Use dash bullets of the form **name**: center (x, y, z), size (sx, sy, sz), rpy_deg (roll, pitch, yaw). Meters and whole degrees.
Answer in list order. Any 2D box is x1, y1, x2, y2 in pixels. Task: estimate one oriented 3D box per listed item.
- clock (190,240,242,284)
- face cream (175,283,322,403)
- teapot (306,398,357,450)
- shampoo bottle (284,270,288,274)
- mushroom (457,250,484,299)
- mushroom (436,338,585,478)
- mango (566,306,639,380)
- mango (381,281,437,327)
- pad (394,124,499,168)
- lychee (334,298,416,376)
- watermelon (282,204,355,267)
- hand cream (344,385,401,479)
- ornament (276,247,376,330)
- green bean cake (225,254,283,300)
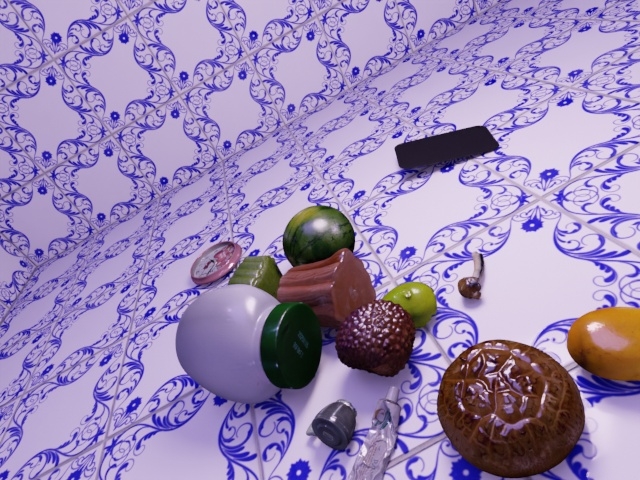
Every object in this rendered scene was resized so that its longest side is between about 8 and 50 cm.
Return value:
- **clock**: center (-0.437, 0.094, 1.857), size (0.244, 0.056, 0.244), rpy_deg (-20, 34, 15)
- **face cream**: center (-0.198, 0.271, 1.161), size (0.357, 0.312, 0.219), rpy_deg (-6, 6, 30)
- **teapot**: center (0.027, 0.398, 0.988), size (0.124, 0.092, 0.091), rpy_deg (4, 28, 35)
- **shampoo bottle**: center (-0.084, 0.172, 1.382), size (0.077, 0.152, 0.045), rpy_deg (2, 2, -36)
- **mushroom**: center (0.403, 0.090, 1.161), size (0.060, 0.061, 0.187), rpy_deg (7, 33, 27)
- **mushroom**: center (0.338, 0.301, 0.811), size (0.253, 0.153, 0.253), rpy_deg (-19, 43, 18)
- **mango**: center (0.576, 0.190, 0.810), size (0.219, 0.112, 0.145), rpy_deg (-3, 38, 20)
- **mango**: center (0.214, 0.173, 1.145), size (0.178, 0.100, 0.119), rpy_deg (-30, 32, 16)
- **pad**: center (0.488, -0.328, 1.720), size (0.375, 0.063, 0.315), rpy_deg (-11, 33, 11)
- **lychee**: center (0.133, 0.225, 1.048), size (0.188, 0.188, 0.188), rpy_deg (-22, 32, 14)
- **watermelon**: center (-0.004, 0.002, 1.449), size (0.242, 0.242, 0.242), rpy_deg (-22, 32, 14)
- **hand cream**: center (0.113, 0.423, 0.916), size (0.084, 0.050, 0.257), rpy_deg (-4, 46, 40)
- **ornament**: center (0.012, 0.151, 1.268), size (0.217, 0.221, 0.235), rpy_deg (-9, 81, 37)
- **green bean cake**: center (-0.189, 0.172, 1.378), size (0.113, 0.214, 0.200), rpy_deg (-7, 38, 27)
